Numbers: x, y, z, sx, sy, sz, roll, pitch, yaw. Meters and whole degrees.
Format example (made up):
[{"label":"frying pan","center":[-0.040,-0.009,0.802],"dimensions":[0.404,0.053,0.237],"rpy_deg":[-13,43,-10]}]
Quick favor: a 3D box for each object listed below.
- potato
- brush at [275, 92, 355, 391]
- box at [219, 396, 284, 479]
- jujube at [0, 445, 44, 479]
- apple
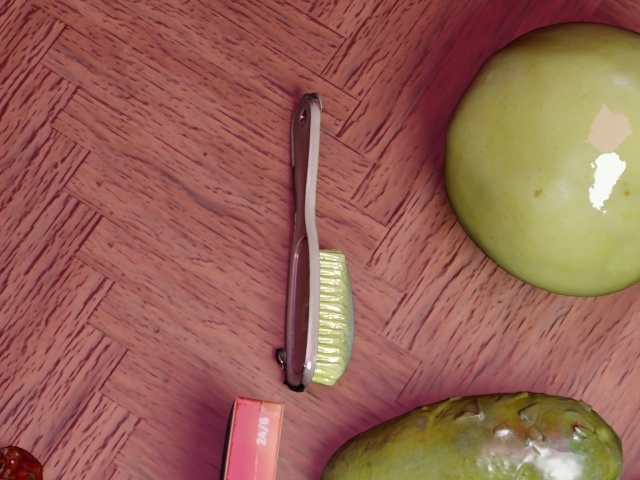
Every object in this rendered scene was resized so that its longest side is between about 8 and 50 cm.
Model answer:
[{"label":"potato","center":[0.137,0.213,1.785],"dimensions":[0.298,0.176,0.141],"rpy_deg":[-5,62,21]},{"label":"brush","center":[0.001,0.001,1.897],"dimensions":[0.067,0.072,0.313],"rpy_deg":[10,67,-24]},{"label":"box","center":[-0.075,0.268,1.770],"dimensions":[0.050,0.123,0.229],"rpy_deg":[9,73,-3]},{"label":"jujube","center":[-0.313,0.249,1.790],"dimensions":[0.077,0.077,0.129],"rpy_deg":[39,63,9]},{"label":"apple","center":[0.251,-0.081,1.838],"dimensions":[0.262,0.262,0.262],"rpy_deg":[1,72,-3]}]
